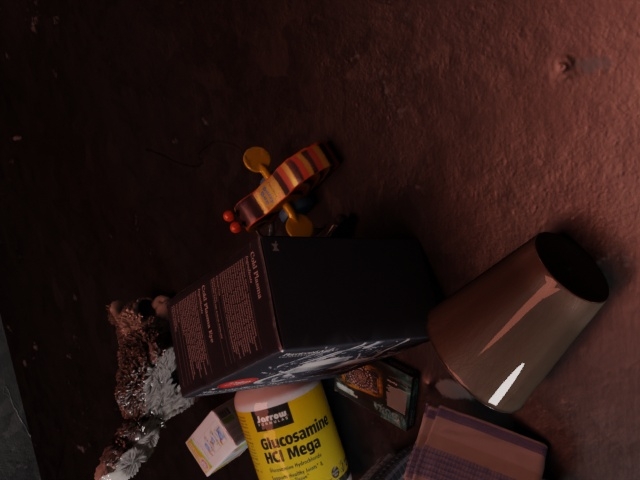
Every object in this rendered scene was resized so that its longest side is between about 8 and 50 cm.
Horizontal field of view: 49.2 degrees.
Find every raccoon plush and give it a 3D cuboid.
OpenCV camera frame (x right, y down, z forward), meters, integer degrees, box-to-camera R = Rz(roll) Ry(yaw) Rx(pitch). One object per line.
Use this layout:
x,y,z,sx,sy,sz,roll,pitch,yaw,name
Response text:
-0.482,0.332,1.715,0.299,0.446,0.216,21,151,39,raccoon plush

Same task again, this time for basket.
0.294,0.109,1.023,0.204,0.154,0.227,53,131,21,basket

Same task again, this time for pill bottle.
-0.068,0.377,1.450,0.187,0.187,0.334,-15,95,47,pill bottle

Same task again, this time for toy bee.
-0.092,-0.063,1.328,0.195,0.162,0.298,41,130,24,toy bee

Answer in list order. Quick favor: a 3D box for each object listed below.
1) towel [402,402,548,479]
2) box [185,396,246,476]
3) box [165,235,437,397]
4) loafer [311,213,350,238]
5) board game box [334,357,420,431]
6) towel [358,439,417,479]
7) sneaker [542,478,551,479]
0.225,0.412,1.096,0.209,0.285,0.034,16,148,16,towel
-0.228,0.469,1.696,0.103,0.114,0.203,52,135,15,box
-0.031,0.131,1.187,0.312,0.343,0.179,-34,64,46,box
0.000,0.000,1.334,0.061,0.062,0.170,55,134,21,loafer
0.105,0.274,1.357,0.186,0.026,0.126,23,121,37,board game box
0.162,0.498,1.216,0.121,0.283,0.235,-44,76,25,towel
0.343,0.462,1.165,0.216,0.079,0.121,-6,104,54,sneaker
